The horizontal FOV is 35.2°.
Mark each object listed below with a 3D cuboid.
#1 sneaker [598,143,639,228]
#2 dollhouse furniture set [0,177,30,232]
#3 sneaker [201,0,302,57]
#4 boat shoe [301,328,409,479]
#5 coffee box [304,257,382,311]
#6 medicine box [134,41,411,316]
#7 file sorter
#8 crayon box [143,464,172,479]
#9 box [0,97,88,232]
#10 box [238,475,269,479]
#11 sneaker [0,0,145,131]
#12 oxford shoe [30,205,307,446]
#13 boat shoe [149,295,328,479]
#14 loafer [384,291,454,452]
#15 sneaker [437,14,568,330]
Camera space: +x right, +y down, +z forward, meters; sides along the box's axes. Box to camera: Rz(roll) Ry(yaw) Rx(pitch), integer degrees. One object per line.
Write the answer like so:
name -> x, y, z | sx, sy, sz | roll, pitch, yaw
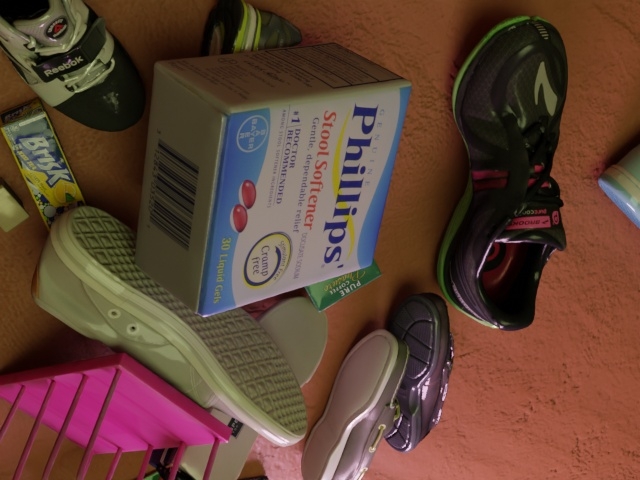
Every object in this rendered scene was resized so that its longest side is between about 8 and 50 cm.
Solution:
sneaker -> 0.618, -0.075, 1.650 | 0.208, 0.127, 0.319 | -48, 124, 7
dollhouse furniture set -> -0.472, -0.029, 1.212 | 0.182, 0.101, 0.161 | -36, 124, -3
sneaker -> -0.099, -0.159, 1.308 | 0.121, 0.111, 0.300 | 4, 116, -30
boat shoe -> 0.068, 0.272, 1.602 | 0.091, 0.109, 0.305 | 13, 116, -29
coffee box -> 0.000, 0.000, 1.451 | 0.113, 0.040, 0.184 | -32, 113, -6
medicine box -> -0.058, -0.082, 1.222 | 0.289, 0.149, 0.263 | -15, 128, -40
file sorter -> -0.306, 0.289, 1.309 | 0.202, 0.291, 0.182 | 43, 49, -34
crayon box -> -0.253, 0.533, 1.554 | 0.202, 0.081, 0.318 | -26, 107, -18
box -> -0.344, -0.088, 1.266 | 0.059, 0.054, 0.169 | -23, 123, -10
box -> -0.132, 0.453, 1.652 | 0.094, 0.027, 0.137 | -4, 117, -20
sneaker -> -0.311, -0.234, 1.154 | 0.122, 0.146, 0.330 | -40, 125, -2
oxford shoe -> -0.193, 0.131, 1.325 | 0.130, 0.169, 0.449 | -39, 116, 22
boat shoe -> -0.130, 0.224, 1.493 | 0.127, 0.158, 0.340 | 46, 64, -18
loafer -> 0.163, 0.203, 1.622 | 0.095, 0.109, 0.302 | -19, 130, -36
sneaker -> 0.292, -0.084, 1.455 | 0.185, 0.202, 0.482 | -10, 119, -19
